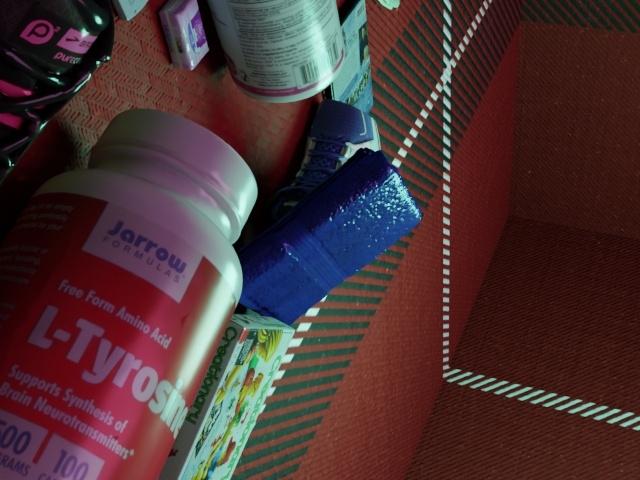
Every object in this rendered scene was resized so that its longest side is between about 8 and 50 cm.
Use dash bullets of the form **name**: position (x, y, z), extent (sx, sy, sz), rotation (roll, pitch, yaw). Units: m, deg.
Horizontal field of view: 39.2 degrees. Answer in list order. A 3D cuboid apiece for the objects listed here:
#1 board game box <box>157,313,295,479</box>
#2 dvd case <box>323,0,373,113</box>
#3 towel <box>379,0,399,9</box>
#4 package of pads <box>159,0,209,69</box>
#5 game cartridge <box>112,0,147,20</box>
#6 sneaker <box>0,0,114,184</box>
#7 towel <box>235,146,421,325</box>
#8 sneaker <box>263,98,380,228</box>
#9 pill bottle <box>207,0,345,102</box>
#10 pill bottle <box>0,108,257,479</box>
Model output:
- **board game box**: position (-0.150, 0.254, 1.289), extent (0.305, 0.053, 0.193), rotation (-66, 160, 2)
- **dvd case**: position (0.048, -0.299, 1.638), extent (0.253, 0.022, 0.180), rotation (82, 29, -44)
- **towel**: position (0.114, -0.563, 1.611), extent (0.325, 0.038, 0.248), rotation (-14, 114, -72)
- **package of pads**: position (-0.164, -0.252, 1.080), extent (0.083, 0.032, 0.050), rotation (80, 31, -46)
- **game cartridge**: position (-0.203, -0.283, 0.981), extent (0.056, 0.017, 0.083), rotation (69, 38, -50)
- **sneaker**: position (-0.260, -0.133, 0.640), extent (0.185, 0.202, 0.483), rotation (-16, 116, -67)
- **towel**: position (0.000, 0.000, 1.369), extent (0.308, 0.076, 0.228), rotation (-37, 152, 2)
- **sneaker**: position (0.002, -0.080, 1.483), extent (0.182, 0.127, 0.316), rotation (16, 88, -72)
- **pill bottle**: position (-0.066, -0.324, 1.115), extent (0.283, 0.160, 0.160), rotation (76, 33, -51)
- **pill bottle**: position (-0.214, 0.084, 0.851), extent (0.229, 0.229, 0.408), rotation (71, 36, -55)
